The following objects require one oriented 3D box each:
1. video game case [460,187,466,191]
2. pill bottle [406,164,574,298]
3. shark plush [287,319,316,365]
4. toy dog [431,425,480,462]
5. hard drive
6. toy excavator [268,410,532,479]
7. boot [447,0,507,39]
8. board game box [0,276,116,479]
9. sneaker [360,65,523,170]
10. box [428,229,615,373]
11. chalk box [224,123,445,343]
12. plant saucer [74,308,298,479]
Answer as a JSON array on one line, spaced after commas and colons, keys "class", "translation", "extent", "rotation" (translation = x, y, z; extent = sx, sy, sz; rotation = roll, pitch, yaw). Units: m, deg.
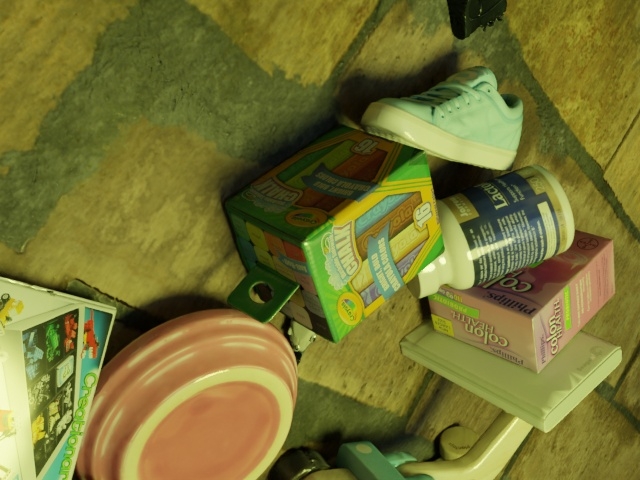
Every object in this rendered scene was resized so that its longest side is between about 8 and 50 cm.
[{"class": "video game case", "translation": [0.252, 0.005, 1.496], "extent": [0.143, 0.019, 0.157], "rotation": [-56, 136, -7]}, {"class": "pill bottle", "translation": [0.253, -0.010, 1.351], "extent": [0.264, 0.153, 0.153], "rotation": [-21, 124, -9]}, {"class": "shark plush", "translation": [-0.012, 0.132, 1.287], "extent": [0.067, 0.073, 0.161], "rotation": [-29, 127, -69]}, {"class": "toy dog", "translation": [0.219, 0.509, 1.592], "extent": [0.333, 0.161, 0.220], "rotation": [-43, 132, -20]}, {"class": "hard drive", "translation": [0.313, 0.186, 1.426], "extent": [0.203, 0.307, 0.040], "rotation": [-33, 126, -28]}, {"class": "toy excavator", "translation": [0.156, 0.424, 1.398], "extent": [0.445, 0.222, 0.433], "rotation": [1, 110, -32]}, {"class": "boot", "translation": [0.243, -0.375, 1.295], "extent": [0.099, 0.045, 0.121], "rotation": [-35, 136, -23]}, {"class": "board game box", "translation": [-0.355, 0.200, 0.942], "extent": [0.193, 0.053, 0.305], "rotation": [24, 76, -46]}, {"class": "sneaker", "translation": [0.192, -0.199, 1.279], "extent": [0.366, 0.135, 0.150], "rotation": [2, 103, -54]}, {"class": "box", "translation": [0.341, 0.078, 1.434], "extent": [0.243, 0.213, 0.117], "rotation": [-37, 128, -30]}, {"class": "chalk box", "translation": [0.000, 0.000, 1.145], "extent": [0.289, 0.180, 0.179], "rotation": [-37, 130, -27]}, {"class": "plant saucer", "translation": [-0.163, 0.250, 1.136], "extent": [0.332, 0.084, 0.332], "rotation": [-20, 129, -26]}]
